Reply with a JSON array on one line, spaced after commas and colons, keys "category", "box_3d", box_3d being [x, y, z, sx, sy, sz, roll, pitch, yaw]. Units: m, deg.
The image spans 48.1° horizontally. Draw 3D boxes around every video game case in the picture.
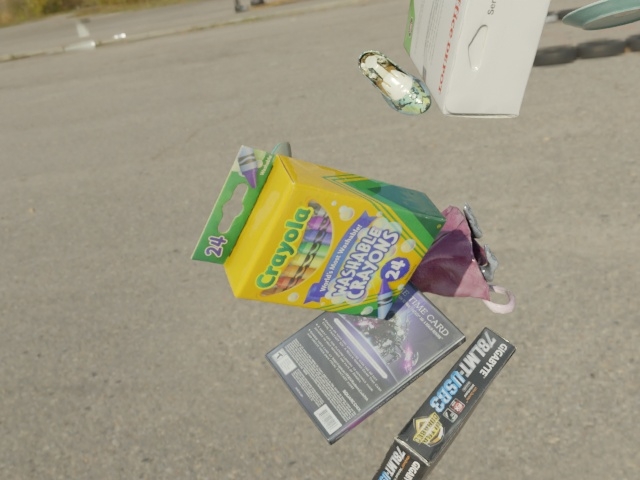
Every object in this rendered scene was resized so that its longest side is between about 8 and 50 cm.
[{"category": "video game case", "box_3d": [0.070, 0.178, 1.181, 0.274, 0.026, 0.196, -35, 52, -11]}]

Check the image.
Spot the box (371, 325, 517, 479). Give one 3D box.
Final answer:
[{"category": "box", "box_3d": [0.184, 0.324, 1.193, 0.073, 0.293, 0.295, 36, 47, 16]}]

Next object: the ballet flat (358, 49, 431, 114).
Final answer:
[{"category": "ballet flat", "box_3d": [0.120, -0.276, 1.240, 0.070, 0.070, 0.188, -19, 40, -20]}]

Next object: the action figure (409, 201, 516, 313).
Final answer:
[{"category": "action figure", "box_3d": [0.190, 0.078, 1.552, 0.370, 0.275, 0.248, -29, 10, 14]}]

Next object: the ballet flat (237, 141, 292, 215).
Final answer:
[{"category": "ballet flat", "box_3d": [-0.090, -0.088, 1.364, 0.068, 0.072, 0.213, 22, 75, 27]}]

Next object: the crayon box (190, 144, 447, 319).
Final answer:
[{"category": "crayon box", "box_3d": [0.000, 0.000, 1.053, 0.323, 0.203, 0.083, 12, 31, -30]}]

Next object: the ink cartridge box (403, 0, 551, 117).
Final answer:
[{"category": "ink cartridge box", "box_3d": [0.169, -0.256, 0.818, 0.093, 0.160, 0.219, 0, 36, -9]}]

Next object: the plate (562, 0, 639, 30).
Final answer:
[{"category": "plate", "box_3d": [0.514, -0.390, 1.231, 0.188, 0.024, 0.188, -9, 3, 0]}]
